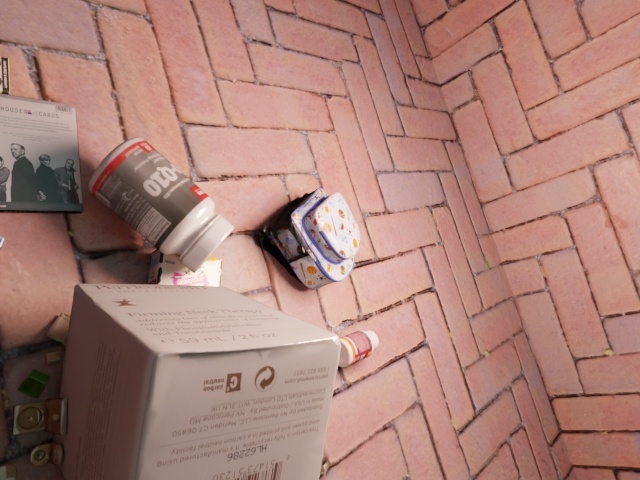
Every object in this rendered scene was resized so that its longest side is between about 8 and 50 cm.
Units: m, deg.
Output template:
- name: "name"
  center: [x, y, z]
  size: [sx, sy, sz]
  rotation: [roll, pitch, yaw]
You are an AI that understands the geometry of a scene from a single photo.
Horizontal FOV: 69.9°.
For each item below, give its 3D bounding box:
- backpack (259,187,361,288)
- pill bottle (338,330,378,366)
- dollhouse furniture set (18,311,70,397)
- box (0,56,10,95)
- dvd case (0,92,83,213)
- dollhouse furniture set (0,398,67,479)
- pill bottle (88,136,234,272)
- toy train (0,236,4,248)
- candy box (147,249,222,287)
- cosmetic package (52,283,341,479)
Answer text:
- name: "backpack"
  center: [0.000, 0.000, 1.354]
  size: [0.276, 0.213, 0.264]
  rotation: [-46, 117, -47]
- name: "pill bottle"
  center: [0.108, 0.324, 1.396]
  size: [0.151, 0.086, 0.086]
  rotation: [-9, 80, -45]
- name: "dollhouse furniture set"
  center: [-0.509, 0.222, 0.885]
  size: [0.076, 0.058, 0.152]
  rotation: [34, 32, -20]
- name: "box"
  center: [-0.734, -0.332, 0.872]
  size: [0.232, 0.058, 0.088]
  rotation: [2, 73, -43]
- name: "dvd case"
  center: [-0.594, -0.176, 0.943]
  size: [0.179, 0.029, 0.239]
  rotation: [-2, 82, -44]
- name: "dollhouse furniture set"
  center: [-0.515, 0.345, 0.748]
  size: [0.151, 0.123, 0.144]
  rotation: [6, 71, -42]
- name: "pill bottle"
  center: [-0.337, -0.073, 1.000]
  size: [0.283, 0.161, 0.161]
  rotation: [42, 48, -8]
- name: "toy train"
  center: [-0.643, 0.046, 0.790]
  size: [0.105, 0.080, 0.184]
  rotation: [38, 50, -34]
- name: "candy box"
  center: [-0.319, 0.144, 1.067]
  size: [0.159, 0.071, 0.234]
  rotation: [16, 62, -39]
- name: "cosmetic package"
  center: [-0.231, 0.275, 0.798]
  size: [0.329, 0.393, 0.328]
  rotation: [6, 94, -42]
